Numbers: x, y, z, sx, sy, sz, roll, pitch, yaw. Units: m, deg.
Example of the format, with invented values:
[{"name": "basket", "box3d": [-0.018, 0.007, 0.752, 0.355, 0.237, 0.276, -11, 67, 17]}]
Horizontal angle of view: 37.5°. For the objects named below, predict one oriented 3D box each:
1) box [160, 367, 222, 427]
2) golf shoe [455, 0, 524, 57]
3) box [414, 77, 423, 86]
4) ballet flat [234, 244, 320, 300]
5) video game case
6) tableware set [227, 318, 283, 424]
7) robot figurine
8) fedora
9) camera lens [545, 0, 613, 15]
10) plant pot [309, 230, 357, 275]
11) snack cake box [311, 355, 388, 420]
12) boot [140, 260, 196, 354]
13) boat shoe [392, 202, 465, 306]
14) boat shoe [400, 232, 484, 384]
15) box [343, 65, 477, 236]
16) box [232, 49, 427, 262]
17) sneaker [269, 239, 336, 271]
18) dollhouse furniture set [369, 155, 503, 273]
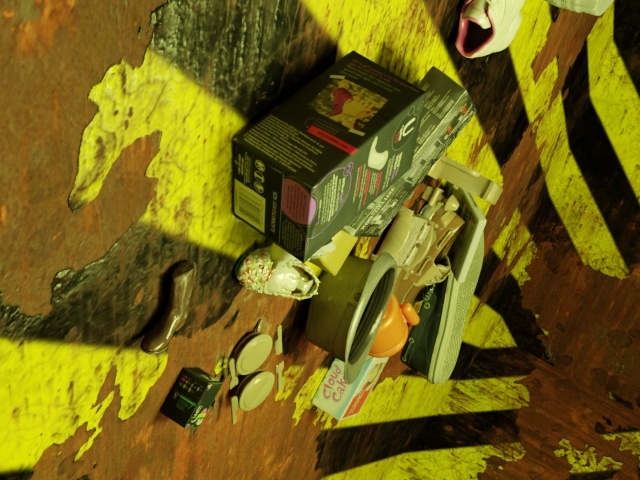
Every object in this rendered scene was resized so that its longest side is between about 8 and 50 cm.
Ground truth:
[{"name": "box", "box3d": [-0.206, 0.252, 1.515, 0.083, 0.052, 0.062, -62, 163, 0]}, {"name": "golf shoe", "box3d": [0.339, -0.476, 1.780, 0.140, 0.115, 0.306, -38, 150, -42]}, {"name": "box", "box3d": [0.156, -0.189, 1.830, 0.136, 0.037, 0.225, -44, 154, -39]}, {"name": "ballet flat", "box3d": [-0.060, 0.058, 1.574, 0.091, 0.077, 0.241, -62, 161, 6]}, {"name": "video game case", "box3d": [0.344, -0.035, 2.351, 0.023, 0.193, 0.212, -3, 134, -16]}, {"name": "tableware set", "box3d": [-0.127, 0.234, 1.719, 0.128, 0.039, 0.194, -34, 144, -31]}, {"name": "robot figurine", "box3d": [0.124, 0.184, 2.119, 0.158, 0.128, 0.219, -44, 144, -13]}, {"name": "fedora", "box3d": [0.051, 0.138, 1.897, 0.275, 0.124, 0.244, -68, 164, -4]}, {"name": "camera lens", "box3d": [0.380, -0.518, 1.564, 0.219, 0.274, 0.219, -50, 158, -29]}, {"name": "plant pot", "box3d": [0.000, 0.000, 1.646, 0.081, 0.081, 0.083, -59, 151, -5]}, {"name": "snack cake box", "box3d": [0.096, 0.300, 2.300, 0.264, 0.089, 0.152, -62, 163, 5]}, {"name": "boot", "box3d": [-0.208, 0.090, 1.301, 0.106, 0.037, 0.114, -56, 169, -56]}, {"name": "boat shoe", "box3d": [0.260, 0.060, 2.330, 0.123, 0.116, 0.324, -31, 145, -56]}, {"name": "boat shoe", "box3d": [0.332, 0.148, 2.604, 0.187, 0.156, 0.500, -10, 116, -60]}, {"name": "box", "box3d": [0.144, -0.143, 1.650, 0.307, 0.076, 0.242, -52, 169, 9]}, {"name": "box", "box3d": [0.012, -0.125, 1.366, 0.270, 0.143, 0.165, -41, 154, -34]}, {"name": "sneaker", "box3d": [-0.038, -0.011, 1.471, 0.235, 0.090, 0.094, -43, 120, -81]}, {"name": "dollhouse furniture set", "box3d": [0.238, -0.006, 2.095, 0.355, 0.174, 0.303, -63, 161, 6]}]
